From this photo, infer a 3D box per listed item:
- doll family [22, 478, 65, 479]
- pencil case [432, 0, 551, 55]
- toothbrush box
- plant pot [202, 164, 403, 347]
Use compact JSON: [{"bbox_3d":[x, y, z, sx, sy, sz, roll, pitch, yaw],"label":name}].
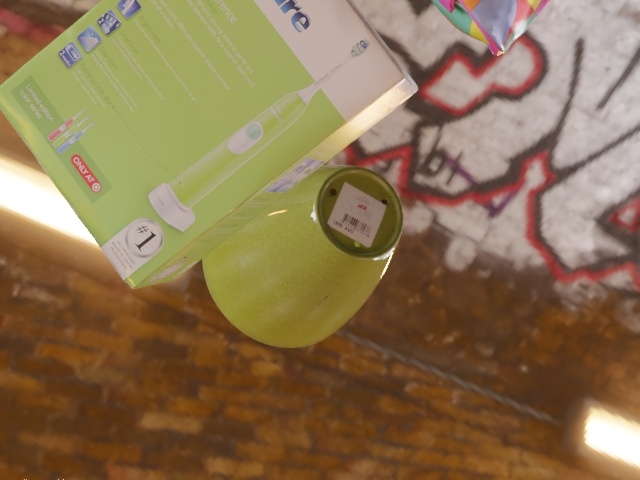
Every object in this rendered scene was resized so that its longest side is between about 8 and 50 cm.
[{"bbox_3d":[-0.226,0.219,0.821,0.076,0.111,0.193,49,-161,-32],"label":"doll family"},{"bbox_3d":[0.161,-0.230,0.789,0.104,0.236,0.104,41,-168,-10],"label":"pencil case"},{"bbox_3d":[-0.094,-0.125,1.044,0.206,0.283,0.122,52,-170,5],"label":"toothbrush box"},{"bbox_3d":[0.000,0.000,1.848,0.275,0.275,0.293,24,157,-17],"label":"plant pot"}]
